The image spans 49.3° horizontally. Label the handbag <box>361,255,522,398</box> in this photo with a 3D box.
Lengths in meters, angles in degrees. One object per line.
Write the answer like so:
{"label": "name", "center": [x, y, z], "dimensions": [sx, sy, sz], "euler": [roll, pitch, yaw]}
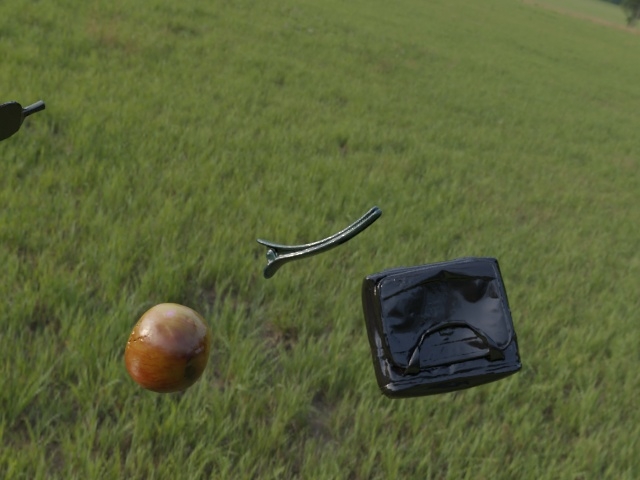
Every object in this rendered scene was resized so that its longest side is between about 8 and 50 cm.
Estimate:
{"label": "handbag", "center": [0.224, 0.156, 1.284], "dimensions": [0.275, 0.244, 0.088], "euler": [-7, -13, -9]}

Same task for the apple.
{"label": "apple", "center": [-0.238, 0.175, 1.115], "dimensions": [0.147, 0.146, 0.146], "euler": [14, 22, -6]}

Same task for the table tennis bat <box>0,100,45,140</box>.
{"label": "table tennis bat", "center": [-0.346, -0.139, 0.788], "dimensions": [0.007, 0.050, 0.083], "euler": [35, 44, 10]}

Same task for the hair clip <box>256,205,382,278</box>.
{"label": "hair clip", "center": [0.000, 0.000, 1.113], "dimensions": [0.230, 0.070, 0.039], "euler": [-18, -14, 26]}
